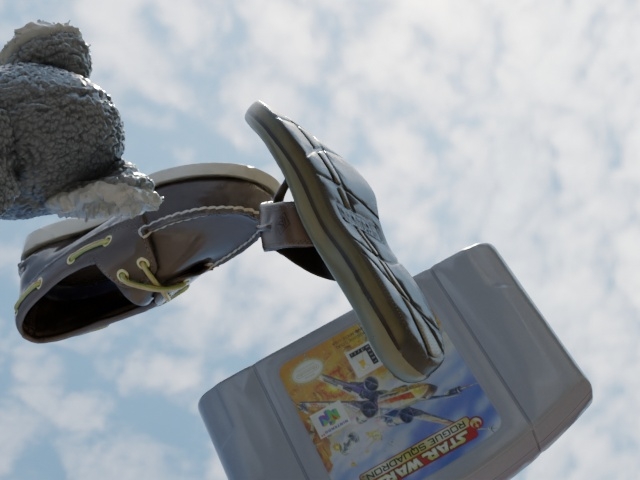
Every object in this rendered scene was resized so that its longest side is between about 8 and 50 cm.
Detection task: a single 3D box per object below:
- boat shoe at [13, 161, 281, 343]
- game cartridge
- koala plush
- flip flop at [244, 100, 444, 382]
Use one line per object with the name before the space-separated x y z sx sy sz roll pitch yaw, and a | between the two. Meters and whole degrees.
boat shoe | -0.166 0.017 1.158 0.116 0.324 0.097 36 -131 -39
game cartridge | 0.061 0.141 1.039 0.297 0.198 0.062 -29 -44 -2
koala plush | -0.226 -0.061 0.844 0.221 0.203 0.196 -12 -119 -32
flip flop | 0.000 0.000 0.903 0.112 0.080 0.277 30 -154 -49
